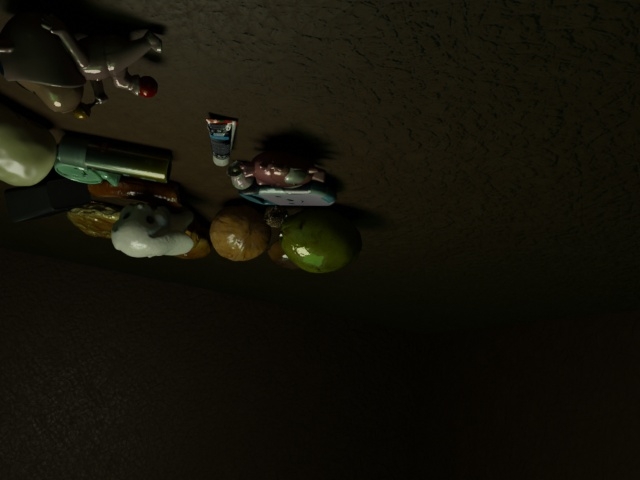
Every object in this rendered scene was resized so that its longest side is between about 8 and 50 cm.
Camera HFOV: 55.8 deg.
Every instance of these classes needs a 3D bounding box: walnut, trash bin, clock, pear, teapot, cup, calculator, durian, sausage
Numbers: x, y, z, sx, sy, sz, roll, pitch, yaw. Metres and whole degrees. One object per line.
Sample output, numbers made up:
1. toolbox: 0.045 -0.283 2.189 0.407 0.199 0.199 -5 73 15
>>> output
1. walnut: -0.070 0.041 2.207 0.245 0.137 0.137 -2 163 8
2. trash bin: -0.877 -0.140 1.956 0.225 0.115 0.165 -8 -173 35
3. clock: -0.694 -0.217 1.746 0.210 0.066 0.159 7 164 9
4. pear: 0.000 0.000 1.887 0.269 0.213 0.212 8 166 -22
5. teapot: -0.210 -0.183 1.636 0.083 0.064 0.064 -27 150 5
6. walnut: -0.259 -0.025 1.967 0.195 0.196 0.221 15 172 -23
7. cup: -0.820 -0.229 1.522 0.255 0.173 0.202 -16 154 23
8. calculator: -0.096 -0.136 1.707 0.292 0.051 0.173 2 173 23
9. durian: -0.143 -0.079 1.902 0.091 0.080 0.080 -13 180 -36
10. sausage: -0.573 -0.159 1.865 0.302 0.076 0.103 9 165 -1

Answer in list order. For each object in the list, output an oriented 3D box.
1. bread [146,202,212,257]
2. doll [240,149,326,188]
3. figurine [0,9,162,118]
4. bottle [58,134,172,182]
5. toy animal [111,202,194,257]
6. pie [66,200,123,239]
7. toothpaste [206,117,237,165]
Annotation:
1. bread: -0.511 -0.023 2.183 0.195 0.149 0.344 6 165 11
2. doll: -0.091 -0.175 1.496 0.211 0.093 0.262 4 -178 -2
3. figurine: -0.433 -0.310 1.088 0.287 0.186 0.176 -3 -164 -23
4. bottle: -0.549 -0.219 1.625 0.286 0.082 0.082 10 165 -6
5. toy animal: -0.545 -0.028 1.890 0.249 0.174 0.289 8 -176 29
6. pie: -0.800 -0.069 2.318 0.339 0.083 0.339 9 162 3
7. toothpaste: -0.236 -0.242 1.459 0.071 0.045 0.193 2 159 -7
